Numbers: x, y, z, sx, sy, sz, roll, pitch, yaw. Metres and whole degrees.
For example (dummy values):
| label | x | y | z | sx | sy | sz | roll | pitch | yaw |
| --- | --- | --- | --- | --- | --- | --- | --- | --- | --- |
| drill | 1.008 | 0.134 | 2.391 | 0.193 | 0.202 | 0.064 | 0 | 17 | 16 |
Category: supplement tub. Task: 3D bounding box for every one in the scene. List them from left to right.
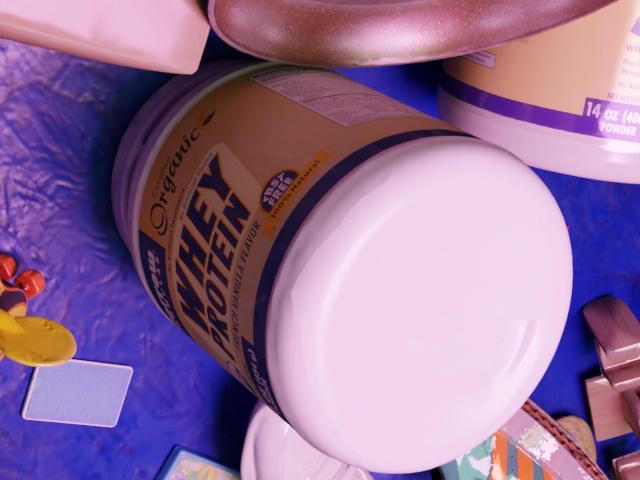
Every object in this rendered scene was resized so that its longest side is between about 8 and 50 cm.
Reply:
| label | x | y | z | sx | sy | sz | roll | pitch | yaw |
| --- | --- | --- | --- | --- | --- | --- | --- | --- | --- |
| supplement tub | 0.000 | 0.000 | 1.018 | 0.228 | 0.316 | 0.228 | -12 | 115 | -28 |
| supplement tub | 0.231 | -0.230 | 1.117 | 0.241 | 0.241 | 0.331 | -2 | 110 | -31 |

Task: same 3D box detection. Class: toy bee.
| label | x | y | z | sx | sy | sz | roll | pitch | yaw |
| --- | --- | --- | --- | --- | --- | --- | --- | --- | --- |
| toy bee | -0.265 | 0.043 | 0.993 | 0.195 | 0.298 | 0.162 | 38 | 54 | -3 |

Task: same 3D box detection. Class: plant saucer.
| label | x | y | z | sx | sy | sz | roll | pitch | yaw |
| --- | --- | --- | --- | --- | --- | --- | --- | --- | --- |
| plant saucer | 0.079 | -0.185 | 0.903 | 0.311 | 0.311 | 0.050 | -3 | 78 | -31 |

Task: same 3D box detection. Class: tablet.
| label | x | y | z | sx | sy | sz | roll | pitch | yaw |
| --- | --- | --- | --- | --- | --- | --- | --- | --- | --- |
| tablet | -0.193 | 0.120 | 1.141 | 0.083 | 0.006 | 0.054 | 11 | 103 | -35 |

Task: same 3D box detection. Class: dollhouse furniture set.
| label | x | y | z | sx | sy | sz | roll | pitch | yaw |
| --- | --- | --- | --- | --- | --- | --- | --- | --- | --- |
| dollhouse furniture set | 0.381 | 0.126 | 1.448 | 0.242 | 0.161 | 0.212 | -16 | 119 | -1 |

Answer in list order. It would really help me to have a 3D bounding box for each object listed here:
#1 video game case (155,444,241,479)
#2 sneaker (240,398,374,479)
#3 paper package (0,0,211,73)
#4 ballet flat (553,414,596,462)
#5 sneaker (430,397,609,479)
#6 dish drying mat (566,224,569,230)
| label | x | y | z | sx | sy | sz | roll | pitch | yaw |
| --- | --- | --- | --- | --- | --- | --- | --- | --- | --- |
| video game case | -0.118 | 0.267 | 1.241 | 0.119 | 0.015 | 0.166 | 28 | 93 | -37 |
| sneaker | 0.033 | 0.234 | 1.231 | 0.114 | 0.152 | 0.305 | -51 | 134 | -34 |
| paper package | -0.206 | -0.286 | 0.870 | 0.325 | 0.168 | 0.309 | 9 | 105 | -35 |
| ballet flat | 0.200 | 0.344 | 1.409 | 0.123 | 0.123 | 0.348 | 27 | 93 | -36 |
| sneaker | 0.169 | 0.211 | 1.321 | 0.302 | 0.108 | 0.121 | 42 | 100 | -13 |
| dish drying mat | 0.211 | 0.024 | 1.352 | 0.032 | 0.008 | 0.083 | 8 | 105 | -33 |
